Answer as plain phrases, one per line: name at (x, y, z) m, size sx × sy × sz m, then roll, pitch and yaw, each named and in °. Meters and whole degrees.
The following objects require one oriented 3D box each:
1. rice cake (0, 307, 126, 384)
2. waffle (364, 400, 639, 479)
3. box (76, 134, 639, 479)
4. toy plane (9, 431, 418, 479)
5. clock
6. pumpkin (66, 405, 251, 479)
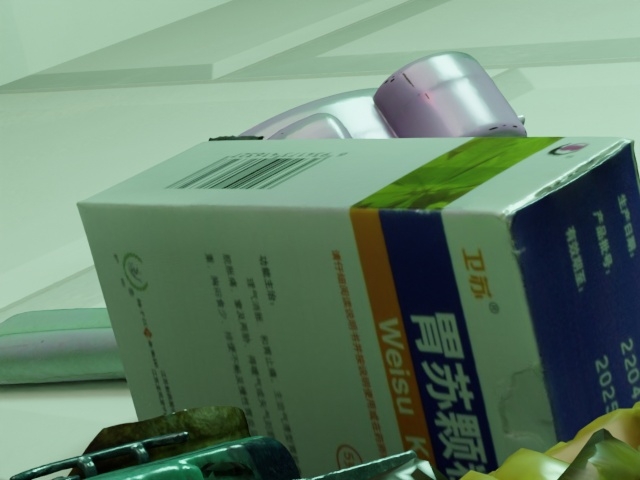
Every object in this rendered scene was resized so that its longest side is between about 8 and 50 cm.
rice cake at (-0.154, 0.075, 1.349) m, size 0.221 × 0.042 × 0.080 m, roll -3°, pitch 17°, yaw 31°
waffle at (-0.025, 0.148, 0.618) m, size 0.379 × 0.095 × 0.382 m, roll -28°, pitch -14°, yaw 35°
box at (0.027, 0.058, 0.947) m, size 0.299 × 0.200 × 0.106 m, roll 3°, pitch 23°, yaw 45°
toy plane at (-0.080, 0.106, 0.650) m, size 0.235 × 0.060 × 0.096 m, roll -10°, pitch -3°, yaw -34°
clock at (0.000, 0.000, 1.182) m, size 0.248 × 0.227 × 0.090 m, roll -22°, pitch 59°, yaw -16°
pumpkin at (-0.087, 0.156, 0.861) m, size 0.119 × 0.108 × 0.183 m, roll -16°, pitch -16°, yaw -34°
